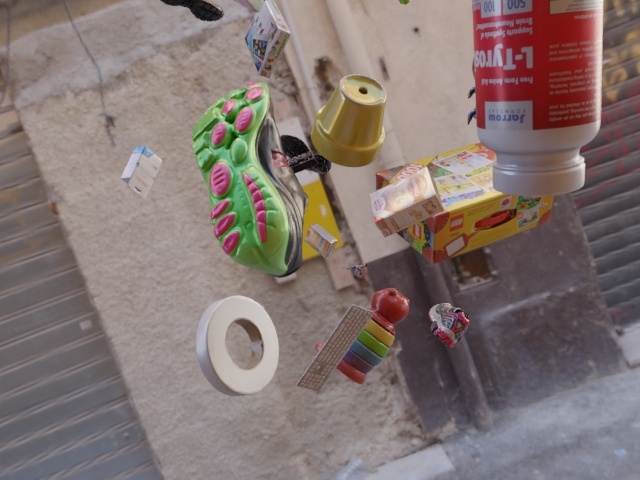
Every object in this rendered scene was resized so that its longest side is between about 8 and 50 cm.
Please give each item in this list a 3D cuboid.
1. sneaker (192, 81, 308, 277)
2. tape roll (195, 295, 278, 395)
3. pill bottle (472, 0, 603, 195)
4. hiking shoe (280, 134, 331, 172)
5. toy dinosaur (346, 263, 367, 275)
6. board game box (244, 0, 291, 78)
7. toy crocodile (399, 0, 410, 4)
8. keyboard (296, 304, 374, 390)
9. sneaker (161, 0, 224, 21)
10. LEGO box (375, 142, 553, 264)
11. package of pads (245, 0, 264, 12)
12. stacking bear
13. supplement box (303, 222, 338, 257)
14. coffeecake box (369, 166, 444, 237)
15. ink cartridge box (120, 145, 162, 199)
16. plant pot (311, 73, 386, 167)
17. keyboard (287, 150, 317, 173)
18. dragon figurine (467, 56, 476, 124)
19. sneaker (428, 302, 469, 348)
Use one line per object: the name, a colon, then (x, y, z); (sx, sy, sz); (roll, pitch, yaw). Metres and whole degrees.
sneaker: (-0.136, -0.127, 1.271); (0.185, 0.483, 0.202); (-19, -35, 15)
tape roll: (-0.318, 0.411, 2.451); (0.072, 0.392, 0.392); (-19, 4, 37)
pill bottle: (0.409, -0.302, 1.183); (0.229, 0.407, 0.229); (-6, 16, 2)
hiking shoe: (-0.075, -0.309, 2.330); (0.086, 0.227, 0.114); (-64, 16, -18)
toy dinosaur: (0.159, 0.117, 2.624); (0.090, 0.047, 0.082); (-32, 24, 7)
board game box: (-0.207, -0.779, 2.391); (0.053, 0.305, 0.193); (12, -53, -30)
toy crocodile: (0.275, -0.792, 1.750); (0.105, 0.115, 0.340); (-7, 47, 42)
keyboard: (0.035, 0.262, 1.506); (0.072, 0.256, 0.014); (20, 21, -38)
sneaker: (-0.477, -0.912, 2.335); (0.267, 0.106, 0.101); (15, -24, -38)
LEGO box: (0.499, -0.151, 2.214); (0.500, 0.193, 0.372); (-18, 35, -20)
package of pads: (-0.320, -0.911, 2.186); (0.101, 0.229, 0.296); (-62, 0, 10)
stacking bear: (0.152, 0.270, 1.876); (0.289, 0.175, 0.164); (-53, 37, 0)
supplement box: (0.000, 0.000, 1.943); (0.036, 0.098, 0.062); (-20, -40, -47)
coffeecake box: (0.241, -0.109, 1.769); (0.185, 0.068, 0.142); (-26, 36, 16)
ink cartridge box: (-0.681, -0.253, 2.356); (0.060, 0.180, 0.104); (2, -27, 31)
plant pot: (0.114, -0.420, 2.124); (0.254, 0.254, 0.239); (-22, -29, -31)
keyboard: (-0.162, -0.205, 2.008); (0.317, 0.033, 0.201); (-22, 28, 2)
dragon figurine: (0.537, -0.438, 1.962); (0.144, 0.289, 0.085); (1, 1, 9)
sneaker: (0.446, 0.271, 2.108); (0.112, 0.121, 0.299); (-45, 2, 11)
